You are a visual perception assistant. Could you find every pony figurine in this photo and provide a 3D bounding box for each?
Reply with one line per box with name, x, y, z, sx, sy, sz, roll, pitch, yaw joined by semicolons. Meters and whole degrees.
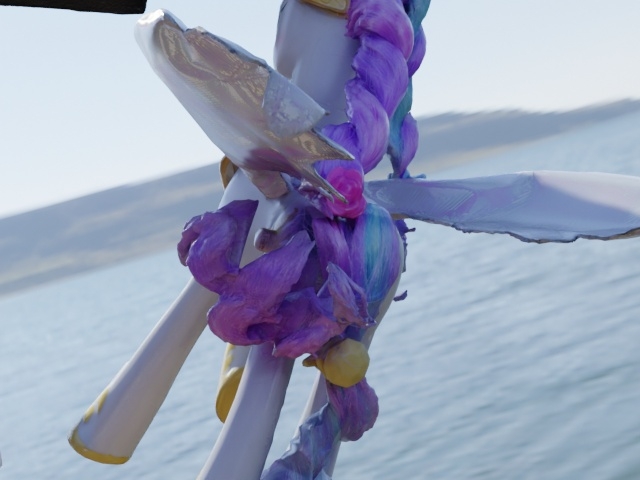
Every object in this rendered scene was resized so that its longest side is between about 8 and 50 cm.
pony figurine;0.000;0.000;0.692;0.303;0.363;0.351;17;8;-25

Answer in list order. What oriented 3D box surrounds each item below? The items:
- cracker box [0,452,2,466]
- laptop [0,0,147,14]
cracker box;-0.450;0.239;1.372;0.232;0.067;0.156;-16;-4;-13
laptop;-0.253;-0.298;1.025;0.234;0.264;0.136;4;22;-3
